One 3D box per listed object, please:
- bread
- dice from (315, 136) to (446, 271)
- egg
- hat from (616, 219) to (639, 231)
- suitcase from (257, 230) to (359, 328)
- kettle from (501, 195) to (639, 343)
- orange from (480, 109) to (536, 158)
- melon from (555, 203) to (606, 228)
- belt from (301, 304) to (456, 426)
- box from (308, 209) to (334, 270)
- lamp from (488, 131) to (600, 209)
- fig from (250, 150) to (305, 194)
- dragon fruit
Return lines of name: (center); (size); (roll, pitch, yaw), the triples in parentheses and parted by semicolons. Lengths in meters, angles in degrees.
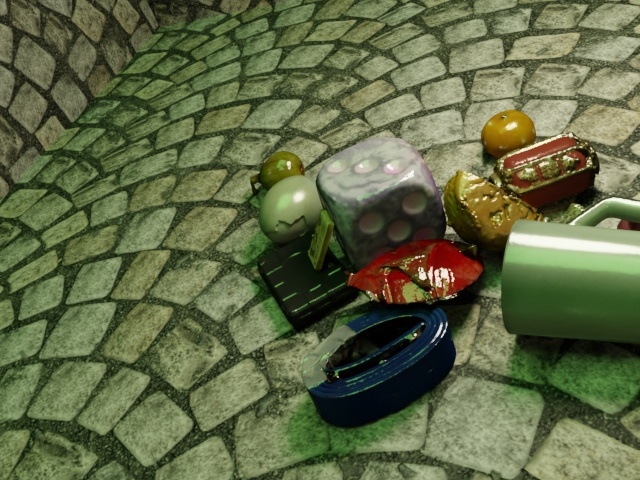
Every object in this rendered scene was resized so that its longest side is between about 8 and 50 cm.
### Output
bread: (0.409, -0.049, 1.762); (0.147, 0.260, 0.160); (-64, 10, -16)
dice: (0.157, -0.092, 1.906); (0.271, 0.270, 0.270); (-25, 36, -4)
egg: (-0.089, -0.083, 2.097); (0.183, 0.183, 0.217); (19, 45, 42)
hat: (0.786, -0.021, 1.645); (0.205, 0.089, 0.205); (-18, 35, 13)
suitcase: (-0.039, 0.100, 1.945); (0.206, 0.066, 0.285); (-28, 37, -7)
kettle: (0.606, 0.053, 1.520); (0.376, 0.250, 0.361); (5, 47, 28)
orange: (0.544, -0.309, 2.094); (0.156, 0.124, 0.156); (-11, 39, 9)
melon: (0.613, -0.023, 1.726); (0.202, 0.139, 0.093); (-7, 17, 24)
belt: (0.130, 0.267, 1.609); (0.347, 0.117, 0.212); (-27, 38, -6)
box: (0.000, 0.000, 1.882); (0.020, 0.149, 0.073); (2, 31, -22)
lamp: (0.578, -0.170, 1.878); (0.274, 0.177, 0.177); (-22, 37, 4)
fig: (-0.142, -0.216, 2.321); (0.186, 0.148, 0.142); (6, 87, 12)
dragon fruit: (0.251, 0.064, 1.719); (0.343, 0.100, 0.282); (-17, 22, -19)
